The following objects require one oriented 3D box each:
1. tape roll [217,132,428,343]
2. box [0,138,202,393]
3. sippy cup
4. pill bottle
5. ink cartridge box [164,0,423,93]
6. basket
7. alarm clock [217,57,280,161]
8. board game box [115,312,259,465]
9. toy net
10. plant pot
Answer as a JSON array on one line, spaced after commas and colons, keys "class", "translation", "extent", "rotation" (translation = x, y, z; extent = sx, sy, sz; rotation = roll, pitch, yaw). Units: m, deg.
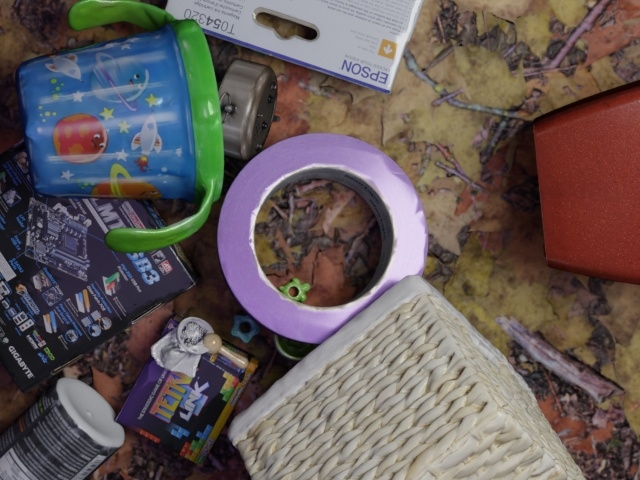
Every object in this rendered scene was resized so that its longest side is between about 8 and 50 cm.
[{"class": "tape roll", "translation": [0.000, 0.000, 1.287], "extent": [0.275, 0.090, 0.274], "rotation": [1, 84, -5]}, {"class": "box", "translation": [-0.366, 0.012, 1.335], "extent": [0.293, 0.073, 0.295], "rotation": [-33, 96, 4]}, {"class": "sippy cup", "translation": [-0.252, -0.147, 1.194], "extent": [0.224, 0.305, 0.240], "rotation": [-8, 122, -15]}, {"class": "pill bottle", "translation": [-0.402, 0.316, 1.349], "extent": [0.246, 0.130, 0.130], "rotation": [-43, 95, 6]}, {"class": "ink cartridge box", "translation": [-0.007, -0.399, 1.277], "extent": [0.324, 0.071, 0.330], "rotation": [19, 101, -2]}, {"class": "basket", "translation": [0.126, 0.285, 1.212], "extent": [0.331, 0.266, 0.328], "rotation": [-41, 127, 6]}, {"class": "alarm clock", "translation": [-0.100, -0.166, 1.246], "extent": [0.064, 0.192, 0.129], "rotation": [16, 99, 11]}, {"class": "board game box", "translation": [-0.187, 0.211, 1.373], "extent": [0.141, 0.048, 0.170], "rotation": [28, 97, -4]}, {"class": "toy net", "translation": [-0.117, 0.119, 1.327], "extent": [0.232, 0.045, 0.122], "rotation": [-8, 81, -11]}, {"class": "plant pot", "translation": [0.396, -0.076, 1.232], "extent": [0.236, 0.267, 0.267], "rotation": [-6, 98, 13]}]
